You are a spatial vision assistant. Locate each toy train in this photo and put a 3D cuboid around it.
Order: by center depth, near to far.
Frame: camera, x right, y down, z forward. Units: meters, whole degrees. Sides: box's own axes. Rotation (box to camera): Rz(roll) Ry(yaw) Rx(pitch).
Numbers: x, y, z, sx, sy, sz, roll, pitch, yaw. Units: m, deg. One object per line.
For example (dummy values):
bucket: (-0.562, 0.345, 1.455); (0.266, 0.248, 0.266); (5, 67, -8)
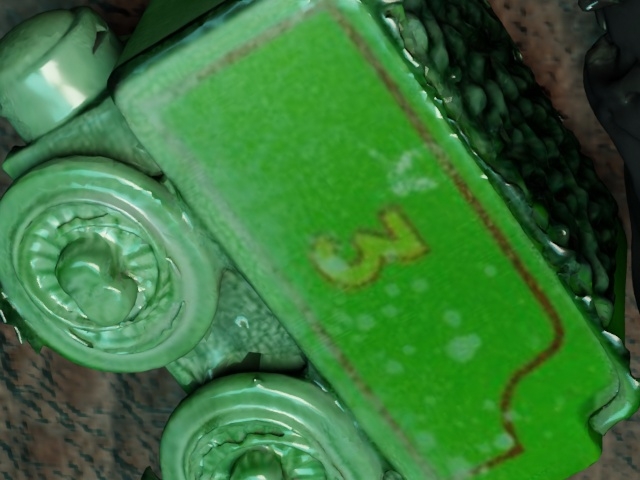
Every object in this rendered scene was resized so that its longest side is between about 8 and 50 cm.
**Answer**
toy train: (0.000, 0.000, 0.705); (0.188, 0.132, 0.243); (-27, 113, 23)

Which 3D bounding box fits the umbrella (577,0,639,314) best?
umbrella: (0.127, -0.066, 0.642); (0.110, 0.122, 0.272); (-23, 107, 4)
